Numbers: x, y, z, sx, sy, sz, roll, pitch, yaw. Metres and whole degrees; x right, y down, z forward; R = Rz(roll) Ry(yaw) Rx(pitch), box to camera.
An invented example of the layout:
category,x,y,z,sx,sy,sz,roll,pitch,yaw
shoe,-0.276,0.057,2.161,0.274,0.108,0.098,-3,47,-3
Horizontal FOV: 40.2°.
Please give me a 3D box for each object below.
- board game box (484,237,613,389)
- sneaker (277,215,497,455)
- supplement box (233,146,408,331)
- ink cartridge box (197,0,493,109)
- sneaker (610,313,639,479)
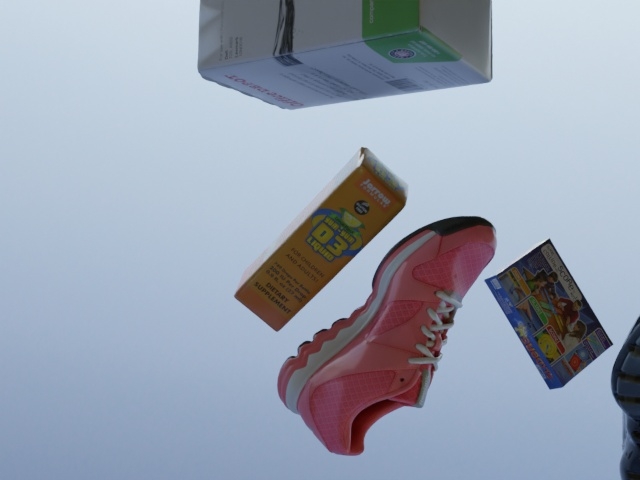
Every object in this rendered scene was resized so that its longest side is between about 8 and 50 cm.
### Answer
category,x,y,z,sx,sy,sz,roll,pitch,yaw
board game box,0.362,0.114,1.379,0.136,0.035,0.201,-29,-92,-30
sneaker,0.097,0.113,0.960,0.116,0.314,0.136,28,-161,-50
supplement box,0.000,0.000,1.049,0.078,0.233,0.080,41,-161,-8
ink cartridge box,0.022,-0.186,0.776,0.160,0.219,0.092,11,-101,-59
sneaker,0.272,0.105,0.679,0.101,0.267,0.106,4,-135,13
